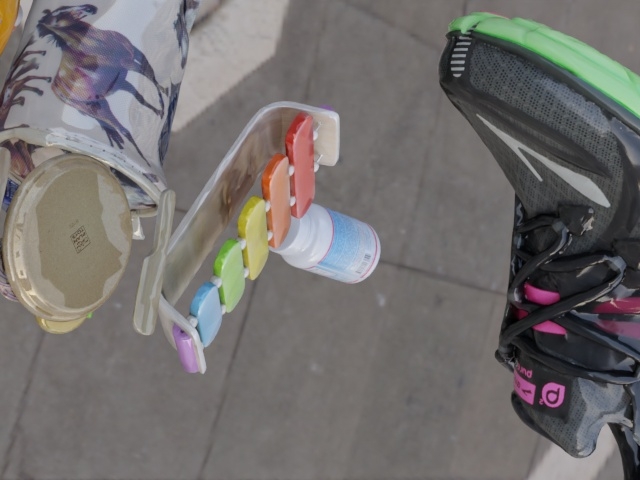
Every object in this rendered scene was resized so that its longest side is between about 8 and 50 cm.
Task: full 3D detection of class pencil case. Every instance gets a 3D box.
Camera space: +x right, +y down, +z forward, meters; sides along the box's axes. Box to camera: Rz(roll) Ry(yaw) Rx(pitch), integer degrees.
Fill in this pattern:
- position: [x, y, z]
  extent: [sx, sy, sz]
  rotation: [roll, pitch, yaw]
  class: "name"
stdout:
- position: [-0.176, -0.214, 1.185]
  extent: [0.183, 0.160, 0.410]
  rotation: [84, 15, -64]
  class: "pencil case"

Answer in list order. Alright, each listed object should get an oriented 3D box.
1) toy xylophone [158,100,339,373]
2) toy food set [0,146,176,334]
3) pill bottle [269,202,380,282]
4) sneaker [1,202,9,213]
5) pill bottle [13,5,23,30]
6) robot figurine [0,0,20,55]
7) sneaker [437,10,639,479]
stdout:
- position: [-0.085, -0.005, 1.431]
  extent: [0.323, 0.081, 0.236]
  rotation: [-60, 167, -14]
  class: "toy xylophone"
- position: [-0.189, 0.002, 0.947]
  extent: [0.192, 0.038, 0.132]
  rotation: [16, 83, -54]
  class: "toy food set"
- position: [0.000, 0.000, 1.705]
  extent: [0.160, 0.087, 0.087]
  rotation: [20, 85, -48]
  class: "pill bottle"
- position: [-0.345, -0.072, 1.572]
  extent: [0.098, 0.083, 0.223]
  rotation: [59, 17, -2]
  class: "sneaker"
- position: [-0.405, -0.178, 1.265]
  extent: [0.221, 0.124, 0.124]
  rotation: [-47, 145, 10]
  class: "pill bottle"
- position: [-0.194, -0.071, 0.391]
  extent: [0.085, 0.211, 0.291]
  rotation: [-52, -163, 33]
  class: "robot figurine"
- position: [0.217, 0.047, 0.958]
  extent: [0.202, 0.185, 0.483]
  rotation: [-37, 110, -9]
  class: "sneaker"
